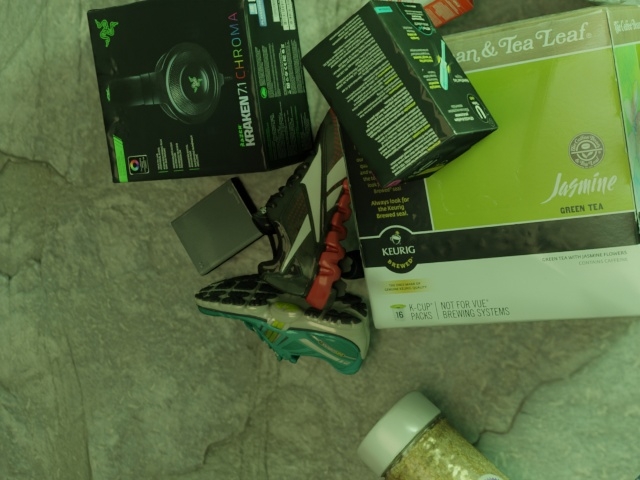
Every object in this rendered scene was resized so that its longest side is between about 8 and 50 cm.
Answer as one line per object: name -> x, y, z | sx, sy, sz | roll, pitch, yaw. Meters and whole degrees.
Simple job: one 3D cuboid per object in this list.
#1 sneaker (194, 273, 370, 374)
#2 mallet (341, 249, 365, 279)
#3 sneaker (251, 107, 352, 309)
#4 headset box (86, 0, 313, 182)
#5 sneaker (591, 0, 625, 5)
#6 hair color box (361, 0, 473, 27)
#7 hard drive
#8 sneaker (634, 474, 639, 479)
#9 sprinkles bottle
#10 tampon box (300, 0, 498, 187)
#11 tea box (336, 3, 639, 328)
sneaker -> -0.060, 0.120, 1.548 | 0.275, 0.107, 0.110 | 14, 118, 27
mallet -> 0.000, 0.000, 1.524 | 0.190, 0.062, 0.039 | 33, 111, 36
sneaker -> -0.014, -0.055, 1.419 | 0.135, 0.097, 0.276 | 13, 82, -7
headset box -> -0.172, -0.213, 1.510 | 0.283, 0.131, 0.246 | -1, 100, 31
sneaker -> 0.246, -0.337, 1.233 | 0.232, 0.115, 0.090 | 28, 114, 13
hair color box -> 0.117, -0.291, 1.357 | 0.141, 0.043, 0.072 | -22, 50, 32
hard drive -> -0.148, -0.020, 1.607 | 0.135, 0.022, 0.094 | -33, 84, 32
sneaker -> 0.457, 0.351, 1.311 | 0.211, 0.080, 0.081 | 28, 117, 21
sprinkles bottle -> 0.212, 0.355, 1.431 | 0.355, 0.121, 0.121 | 42, 119, 14
tampon box -> 0.082, -0.150, 1.126 | 0.101, 0.120, 0.161 | -36, 80, 29
tea box -> 0.221, -0.084, 1.261 | 0.329, 0.220, 0.323 | -5, 100, 31
